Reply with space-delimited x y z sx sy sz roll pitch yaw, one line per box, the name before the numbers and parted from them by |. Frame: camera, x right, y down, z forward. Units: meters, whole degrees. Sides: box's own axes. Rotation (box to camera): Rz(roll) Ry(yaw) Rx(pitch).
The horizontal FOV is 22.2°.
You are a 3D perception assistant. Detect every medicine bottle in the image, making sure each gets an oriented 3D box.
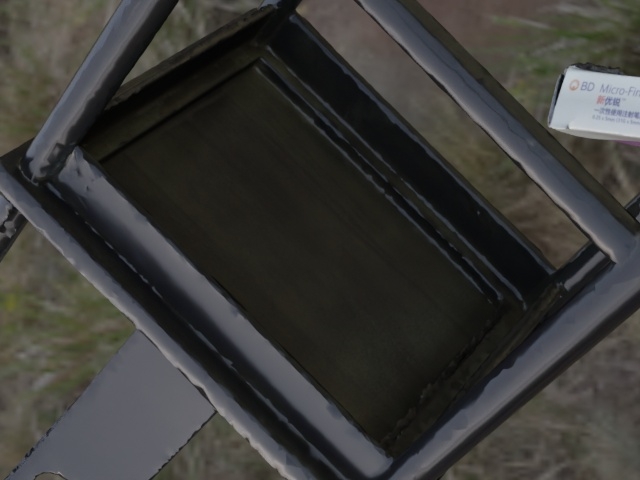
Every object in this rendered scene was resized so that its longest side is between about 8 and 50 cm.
medicine bottle | 0.279 -0.077 1.062 0.201 0.171 0.052 13 95 46

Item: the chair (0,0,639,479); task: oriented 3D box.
chair | 0.000 0.000 0.456 0.154 0.141 0.260 45 129 4
